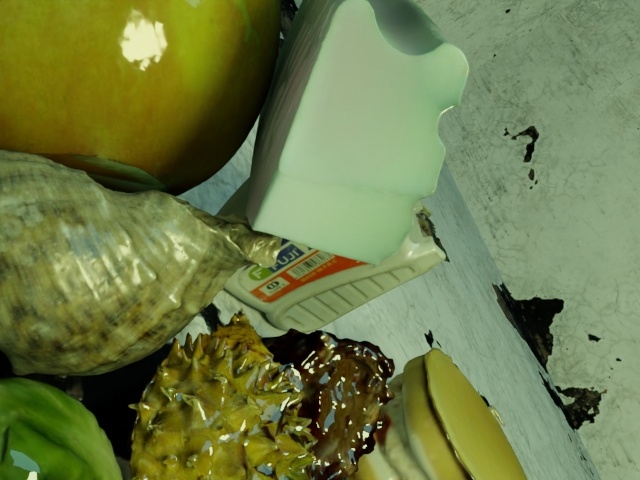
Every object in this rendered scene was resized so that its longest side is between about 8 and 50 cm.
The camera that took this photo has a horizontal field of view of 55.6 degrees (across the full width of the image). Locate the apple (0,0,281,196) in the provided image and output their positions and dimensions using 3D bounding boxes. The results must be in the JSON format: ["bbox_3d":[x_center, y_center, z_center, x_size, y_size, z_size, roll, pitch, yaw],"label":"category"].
[{"bbox_3d":[-0.215,-0.200,0.608,0.374,0.374,0.384,58,-17,1],"label":"apple"}]

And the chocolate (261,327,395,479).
[{"bbox_3d":[0.003,0.187,0.691,0.224,0.177,0.206,38,29,-37],"label":"chocolate"}]

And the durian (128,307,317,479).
[{"bbox_3d":[-0.056,0.231,0.513,0.191,0.112,0.341,1,77,-72],"label":"durian"}]

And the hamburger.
[{"bbox_3d":[0.162,0.320,0.830,0.303,0.186,0.261,48,19,-8],"label":"hamburger"}]

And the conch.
[{"bbox_3d":[-0.184,0.036,0.491,0.291,0.210,0.159,9,64,-10],"label":"conch"}]

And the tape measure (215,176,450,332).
[{"bbox_3d":[0.000,0.000,0.820,0.265,0.258,0.130,40,30,-37],"label":"tape measure"}]

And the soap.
[{"bbox_3d":[0.017,-0.126,0.567,0.115,0.208,0.347,20,29,-14],"label":"soap"}]

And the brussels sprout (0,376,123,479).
[{"bbox_3d":[-0.202,0.155,0.417,0.181,0.100,0.139,35,15,-35],"label":"brussels sprout"}]
